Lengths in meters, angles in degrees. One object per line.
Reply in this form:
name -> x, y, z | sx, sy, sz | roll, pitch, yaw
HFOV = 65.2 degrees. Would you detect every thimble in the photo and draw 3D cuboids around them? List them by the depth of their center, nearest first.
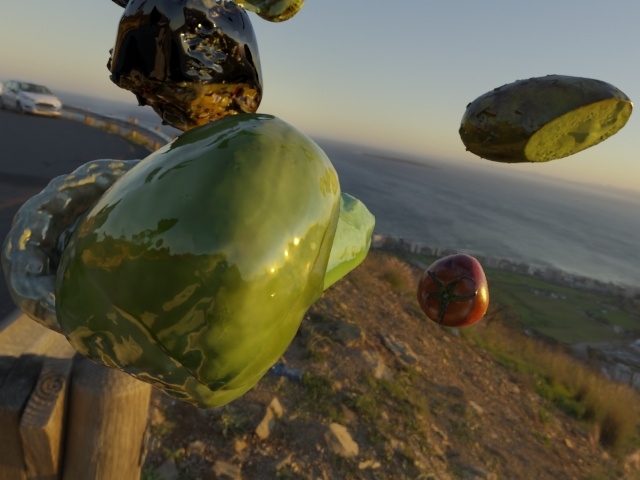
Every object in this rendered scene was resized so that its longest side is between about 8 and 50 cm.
thimble -> -0.316, 0.029, 0.796 | 0.291, 0.292, 0.195 | 9, -24, -7

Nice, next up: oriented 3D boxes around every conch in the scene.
conch -> -0.120, -0.550, 1.068 | 0.187, 0.182, 0.124 | -26, 52, -13

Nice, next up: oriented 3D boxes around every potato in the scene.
potato -> 0.406, -0.228, 0.931 | 0.297, 0.176, 0.141 | -6, -31, 34

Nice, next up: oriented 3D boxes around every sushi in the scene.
sushi -> -0.198, -0.259, 0.745 | 0.213, 0.204, 0.200 | -7, 24, -36

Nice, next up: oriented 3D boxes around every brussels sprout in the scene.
brussels sprout -> -0.116, 0.018, 0.522 | 0.247, 0.328, 0.328 | 52, 7, -11

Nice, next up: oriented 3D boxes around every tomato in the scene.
tomato -> 0.298, 0.113, 1.121 | 0.167, 0.168, 0.167 | 10, 12, -2

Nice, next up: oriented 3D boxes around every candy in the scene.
candy -> 0.000, 0.000, 0.902 | 0.142, 0.132, 0.343 | 11, 18, 21
